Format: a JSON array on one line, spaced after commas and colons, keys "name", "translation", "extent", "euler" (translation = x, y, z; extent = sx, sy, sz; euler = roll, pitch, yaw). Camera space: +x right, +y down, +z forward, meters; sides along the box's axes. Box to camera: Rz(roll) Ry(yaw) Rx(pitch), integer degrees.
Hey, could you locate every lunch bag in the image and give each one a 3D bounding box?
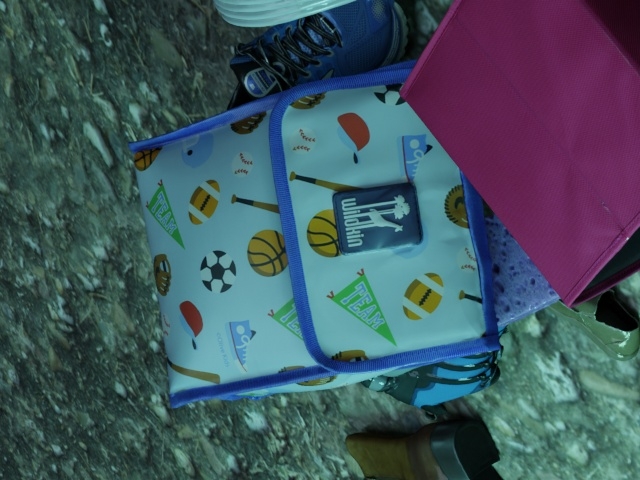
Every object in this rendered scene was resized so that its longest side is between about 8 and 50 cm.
[{"name": "lunch bag", "translation": [0.000, 0.000, 1.675], "extent": [0.385, 0.239, 0.328], "euler": [-13, 84, 31]}]

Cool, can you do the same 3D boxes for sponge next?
[{"name": "sponge", "translation": [0.245, 0.003, 1.592], "extent": [0.210, 0.031, 0.117], "euler": [-29, 71, 40]}]

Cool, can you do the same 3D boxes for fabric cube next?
[{"name": "fabric cube", "translation": [0.272, -0.143, 1.320], "extent": [0.258, 0.254, 0.259], "euler": [53, 146, 17]}]

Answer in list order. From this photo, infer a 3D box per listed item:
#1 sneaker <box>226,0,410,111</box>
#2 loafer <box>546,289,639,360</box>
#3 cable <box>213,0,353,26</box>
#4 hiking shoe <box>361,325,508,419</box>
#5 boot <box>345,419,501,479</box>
[{"name": "sneaker", "translation": [-0.014, -0.207, 1.750], "extent": [0.130, 0.147, 0.330], "euler": [54, 145, 9]}, {"name": "loafer", "translation": [0.293, 0.067, 1.636], "extent": [0.148, 0.056, 0.050], "euler": [38, 140, 14]}, {"name": "cable", "translation": [0.000, -0.309, 1.566], "extent": [0.257, 0.257, 0.089], "euler": [-1, 120, 29]}, {"name": "hiking shoe", "translation": [0.178, 0.110, 1.794], "extent": [0.132, 0.113, 0.304], "euler": [31, 139, -18]}, {"name": "boot", "translation": [0.150, 0.371, 2.000], "extent": [0.280, 0.096, 0.264], "euler": [-22, 96, 57]}]
